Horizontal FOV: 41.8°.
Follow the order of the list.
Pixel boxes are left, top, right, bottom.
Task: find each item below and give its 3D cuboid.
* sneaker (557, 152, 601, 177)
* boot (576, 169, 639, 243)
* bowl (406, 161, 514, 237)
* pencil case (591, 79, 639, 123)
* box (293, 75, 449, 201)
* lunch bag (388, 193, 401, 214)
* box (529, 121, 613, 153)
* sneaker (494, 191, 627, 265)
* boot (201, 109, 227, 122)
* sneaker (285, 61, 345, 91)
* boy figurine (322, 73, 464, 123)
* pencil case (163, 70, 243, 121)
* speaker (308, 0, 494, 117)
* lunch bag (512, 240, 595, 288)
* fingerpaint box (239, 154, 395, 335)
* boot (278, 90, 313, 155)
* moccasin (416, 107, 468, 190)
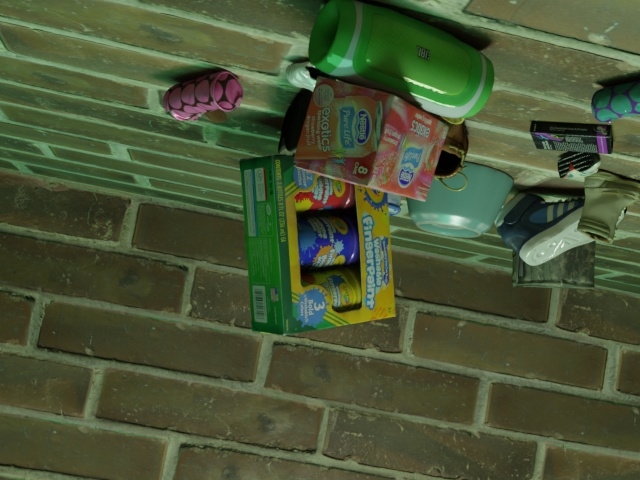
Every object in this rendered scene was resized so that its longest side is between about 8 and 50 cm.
[{"bbox_3d":[0.605,-0.177,1.899,0.075,0.057,0.161,-5,174,-13],"label":"sneaker"},{"bbox_3d":[0.725,-0.070,2.052,0.213,0.165,0.077,15,172,-23],"label":"boot"},{"bbox_3d":[0.363,-0.104,2.295,0.312,0.163,0.311,10,173,1],"label":"bowl"},{"bbox_3d":[0.544,-0.241,1.436,0.070,0.064,0.152,43,157,-26],"label":"pencil case"},{"bbox_3d":[0.094,-0.164,1.426,0.142,0.154,0.300,19,-175,24],"label":"box"},{"bbox_3d":[0.089,-0.143,2.562,0.303,0.114,0.243,12,170,-19],"label":"lunch bag"},{"bbox_3d":[0.530,-0.216,1.764,0.162,0.029,0.116,6,170,22],"label":"box"},{"bbox_3d":[0.638,-0.087,2.296,0.323,0.236,0.130,-28,136,0],"label":"sneaker"},{"bbox_3d":[-0.300,-0.321,2.059,0.087,0.042,0.118,12,174,42],"label":"boot"},{"bbox_3d":[0.007,-0.312,1.659,0.152,0.053,0.061,16,167,-35],"label":"sneaker"},{"bbox_3d":[0.146,-0.287,1.530,0.285,0.092,0.177,16,168,-15],"label":"boy figurine"},{"bbox_3d":[-0.255,-0.314,1.850,0.209,0.095,0.098,1,137,51],"label":"pencil case"},{"bbox_3d":[0.135,-0.292,1.363,0.297,0.131,0.131,14,171,-26],"label":"speaker"},{"bbox_3d":[0.682,0.026,2.542,0.169,0.235,0.287,8,173,-27],"label":"lunch bag"},{"bbox_3d":[0.000,0.000,2.173,0.371,0.444,0.163,-5,-178,-38],"label":"fingerpaint box"},{"bbox_3d":[0.063,-0.226,1.888,0.284,0.138,0.377,13,176,-11],"label":"boot"},{"bbox_3d":[0.263,-0.192,1.837,0.139,0.146,0.380,10,172,5],"label":"moccasin"}]
